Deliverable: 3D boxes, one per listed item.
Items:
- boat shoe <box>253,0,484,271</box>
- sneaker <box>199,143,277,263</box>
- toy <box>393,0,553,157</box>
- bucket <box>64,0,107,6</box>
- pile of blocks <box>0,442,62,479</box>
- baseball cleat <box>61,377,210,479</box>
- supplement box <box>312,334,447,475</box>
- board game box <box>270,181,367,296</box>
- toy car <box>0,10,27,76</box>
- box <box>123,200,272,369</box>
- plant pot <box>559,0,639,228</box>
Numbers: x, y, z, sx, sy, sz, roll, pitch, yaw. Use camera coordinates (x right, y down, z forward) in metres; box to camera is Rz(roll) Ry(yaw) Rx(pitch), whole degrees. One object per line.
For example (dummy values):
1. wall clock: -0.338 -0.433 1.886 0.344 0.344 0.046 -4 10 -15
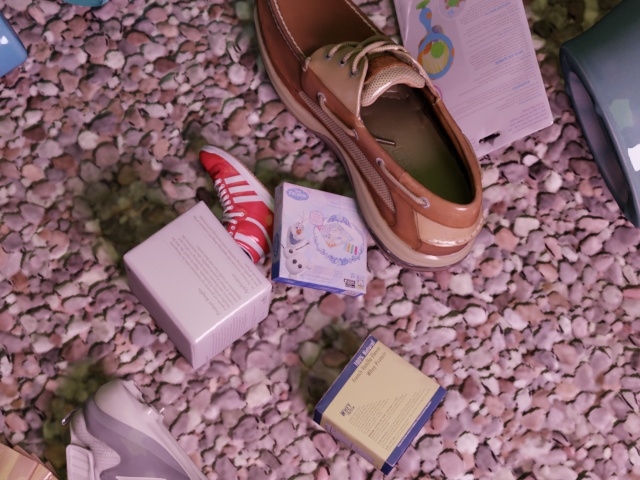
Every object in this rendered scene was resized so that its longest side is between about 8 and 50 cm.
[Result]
1. boat shoe: 0.054 -0.129 1.198 0.122 0.120 0.324 -26 72 -24
2. sneaker: -0.083 -0.031 1.210 0.118 0.042 0.067 44 71 9
3. toy: 0.147 -0.195 1.253 0.056 0.137 0.237 0 72 -49
4. bucket: -0.250 -0.357 1.201 0.281 0.281 0.183 28 77 7
5. pile of blocks: -0.259 0.254 1.066 0.149 0.112 0.362 -37 77 -14
6. baseball cleat: -0.142 0.218 1.117 0.109 0.072 0.206 -38 72 0
7. supplement box: 0.050 0.144 1.149 0.083 0.056 0.083 35 73 9
8. board game box: 0.000 0.000 1.196 0.090 0.020 0.090 13 69 -27
9. toy car: -0.429 -0.216 1.186 0.219 0.210 0.238 -35 63 -2
10. box: -0.107 0.041 1.153 0.087 0.102 0.101 -37 77 -16
11. plant pot: 0.360 -0.142 1.169 0.255 0.271 0.271 -22 73 5
